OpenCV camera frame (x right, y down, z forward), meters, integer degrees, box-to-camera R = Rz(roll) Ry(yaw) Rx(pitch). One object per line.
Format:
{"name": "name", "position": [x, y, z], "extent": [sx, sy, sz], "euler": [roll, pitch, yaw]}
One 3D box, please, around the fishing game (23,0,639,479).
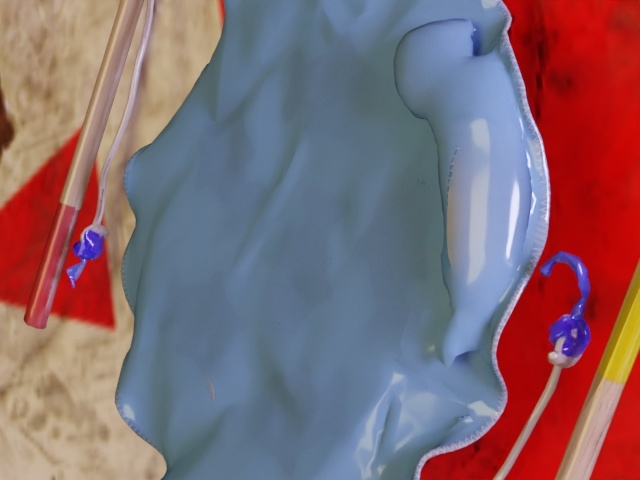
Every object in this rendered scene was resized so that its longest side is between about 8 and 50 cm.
{"name": "fishing game", "position": [0.000, 0.000, 0.481], "extent": [0.264, 0.041, 0.189], "euler": [26, 103, 51]}
